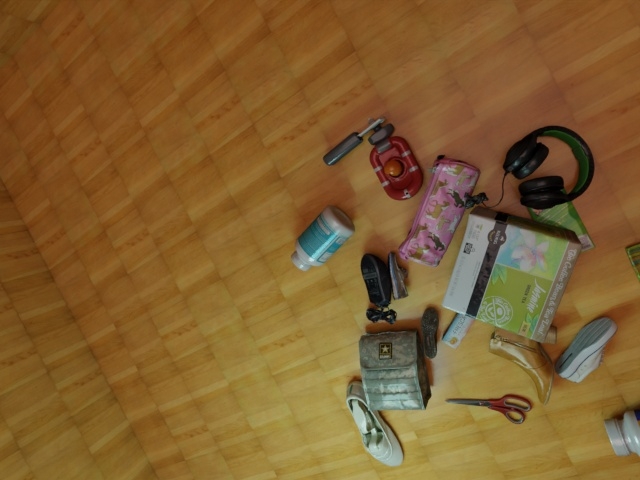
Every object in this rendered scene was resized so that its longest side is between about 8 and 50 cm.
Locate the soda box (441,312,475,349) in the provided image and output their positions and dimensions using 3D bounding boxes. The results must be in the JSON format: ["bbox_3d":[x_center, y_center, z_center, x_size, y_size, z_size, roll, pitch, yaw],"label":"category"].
[{"bbox_3d":[0.520,0.307,1.521,0.063,0.058,0.183,30,108,13],"label":"soda box"}]

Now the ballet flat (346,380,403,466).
[{"bbox_3d":[0.207,0.780,1.690,0.139,0.139,0.400,-26,91,23],"label":"ballet flat"}]

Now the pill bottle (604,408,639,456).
[{"bbox_3d":[1.082,0.617,1.314,0.272,0.152,0.152,-23,92,30],"label":"pill bottle"}]

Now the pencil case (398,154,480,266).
[{"bbox_3d":[0.407,-0.095,1.432,0.167,0.160,0.386,22,108,14],"label":"pencil case"}]

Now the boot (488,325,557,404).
[{"bbox_3d":[0.709,0.419,1.459,0.211,0.104,0.295,3,96,25],"label":"boot"}]

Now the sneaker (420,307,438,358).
[{"bbox_3d":[0.413,0.353,1.570,0.066,0.071,0.189,4,79,11],"label":"sneaker"}]

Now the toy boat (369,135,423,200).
[{"bbox_3d":[0.264,-0.252,1.457,0.151,0.151,0.231,-28,90,23],"label":"toy boat"}]

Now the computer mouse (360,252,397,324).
[{"bbox_3d":[0.226,0.178,1.581,0.188,0.072,0.272,-14,88,64],"label":"computer mouse"}]

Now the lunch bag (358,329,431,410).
[{"bbox_3d":[0.282,0.492,1.590,0.235,0.169,0.287,-12,88,25],"label":"lunch bag"}]

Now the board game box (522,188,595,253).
[{"bbox_3d":[0.784,-0.068,1.363,0.124,0.039,0.260,-28,92,23],"label":"board game box"}]

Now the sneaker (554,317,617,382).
[{"bbox_3d":[0.907,0.371,1.384,0.091,0.094,0.258,27,114,-6],"label":"sneaker"}]

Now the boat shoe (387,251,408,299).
[{"bbox_3d":[0.298,0.132,1.572,0.066,0.066,0.183,-9,94,3],"label":"boat shoe"}]

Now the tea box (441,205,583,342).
[{"bbox_3d":[0.612,0.095,1.341,0.323,0.220,0.329,18,108,22],"label":"tea box"}]

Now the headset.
[{"bbox_3d":[0.655,-0.200,1.303,0.394,0.185,0.244,-24,85,-8],"label":"headset"}]

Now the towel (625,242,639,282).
[{"bbox_3d":[1.067,0.112,1.300,0.102,0.021,0.237,-24,92,23],"label":"towel"}]

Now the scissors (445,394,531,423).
[{"bbox_3d":[0.633,0.611,1.561,0.297,0.021,0.109,12,107,19],"label":"scissors"}]

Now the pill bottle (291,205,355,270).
[{"bbox_3d":[0.000,0.000,1.607,0.146,0.146,0.264,47,111,7],"label":"pill bottle"}]

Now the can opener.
[{"bbox_3d":[0.135,-0.361,1.526,0.280,0.074,0.093,-30,90,23],"label":"can opener"}]
